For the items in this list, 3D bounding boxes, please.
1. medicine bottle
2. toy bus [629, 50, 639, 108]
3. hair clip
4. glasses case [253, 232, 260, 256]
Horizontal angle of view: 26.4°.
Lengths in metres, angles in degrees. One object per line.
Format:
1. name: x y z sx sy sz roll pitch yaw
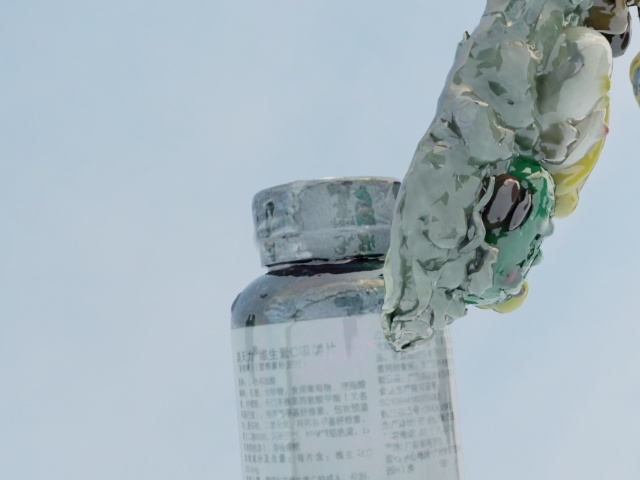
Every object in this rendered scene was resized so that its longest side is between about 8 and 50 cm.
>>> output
1. medicine bottle: 0.018 0.109 0.859 0.141 0.141 0.293 -1 -95 -36
2. toy bus: 0.360 -0.030 1.007 0.145 0.331 0.151 -38 -1 40
3. hair clip: 0.101 -0.104 0.575 0.138 0.091 0.321 79 -157 -71
4. glasses case: 0.000 0.000 1.254 0.051 0.081 0.204 -45 -9 22
